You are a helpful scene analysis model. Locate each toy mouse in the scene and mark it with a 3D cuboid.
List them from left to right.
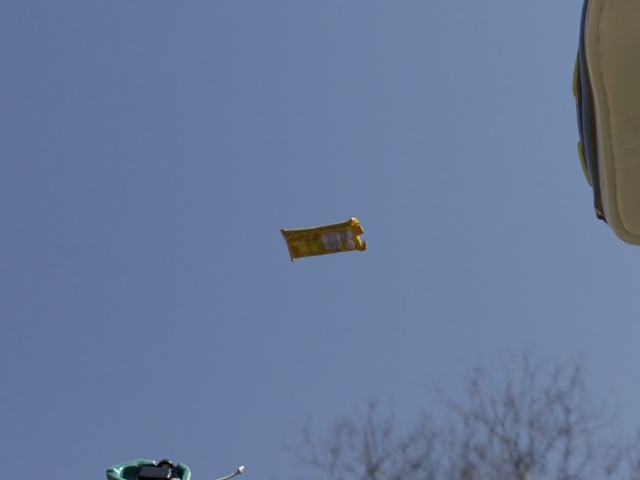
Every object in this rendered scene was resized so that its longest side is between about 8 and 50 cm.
[{"bbox_3d":[-0.115,0.198,1.047,0.143,0.161,0.031,-15,-64,-37],"label":"toy mouse"}]

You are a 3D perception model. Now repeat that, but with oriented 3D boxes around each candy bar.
[{"bbox_3d":[0.000,0.000,1.588,0.018,0.040,0.161,-22,7,-32],"label":"candy bar"}]

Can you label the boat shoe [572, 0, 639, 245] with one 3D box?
[{"bbox_3d":[0.262,-0.148,1.205,0.109,0.091,0.305,-8,-63,-6],"label":"boat shoe"}]
